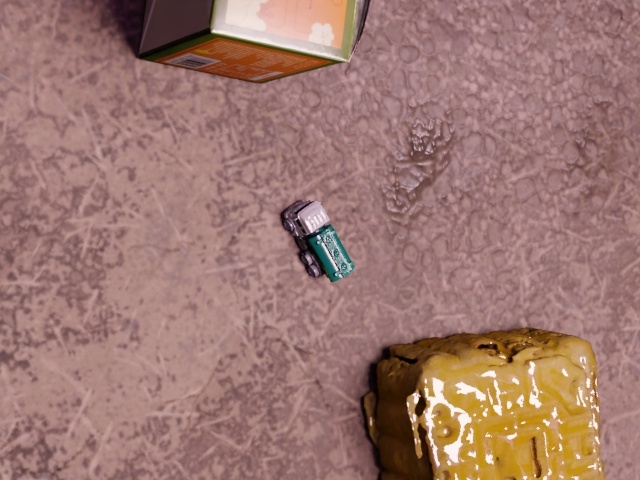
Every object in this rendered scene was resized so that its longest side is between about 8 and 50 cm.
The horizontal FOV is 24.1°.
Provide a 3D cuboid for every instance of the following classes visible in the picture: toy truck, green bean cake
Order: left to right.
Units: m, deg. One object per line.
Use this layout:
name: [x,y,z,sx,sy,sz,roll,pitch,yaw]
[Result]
toy truck: [0.000,0.000,1.479,0.039,0.044,0.083,-35,104,-25]
green bean cake: [0.173,0.209,1.511,0.224,0.131,0.230,-7,92,-24]

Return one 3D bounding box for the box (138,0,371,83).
box: [-0.059,-0.248,1.368,0.148,0.195,0.177,10,85,-25]
